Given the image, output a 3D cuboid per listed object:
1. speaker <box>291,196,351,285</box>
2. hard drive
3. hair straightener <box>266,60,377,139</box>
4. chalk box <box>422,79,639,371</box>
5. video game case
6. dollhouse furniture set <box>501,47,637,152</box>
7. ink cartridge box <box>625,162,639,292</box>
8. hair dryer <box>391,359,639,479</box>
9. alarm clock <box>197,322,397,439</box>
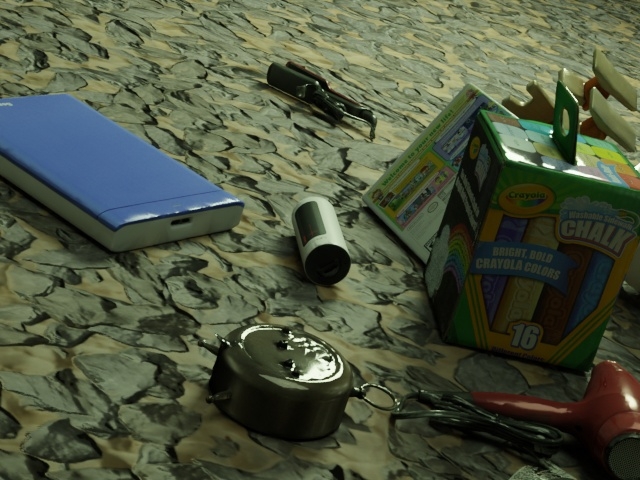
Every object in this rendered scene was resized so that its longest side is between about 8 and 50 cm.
[{"bbox_3d":[0.000,0.000,1.590,0.055,0.055,0.136,12,23,-13],"label":"speaker"},{"bbox_3d":[-0.274,-0.088,1.612,0.318,0.040,0.210,31,26,30],"label":"hard drive"},{"bbox_3d":[-0.004,-0.216,2.117,0.230,0.047,0.089,37,29,31],"label":"hair straightener"},{"bbox_3d":[0.250,-0.030,1.533,0.179,0.289,0.180,14,23,-9],"label":"chalk box"},{"bbox_3d":[0.170,-0.083,1.729,0.023,0.212,0.193,39,6,-39],"label":"video game case"},{"bbox_3d":[0.291,-0.078,1.764,0.135,0.262,0.259,38,43,-26],"label":"dollhouse furniture set"},{"bbox_3d":[0.506,-0.033,1.769,0.232,0.168,0.171,-31,60,-34],"label":"ink cartridge box"},{"bbox_3d":[0.234,0.165,1.343,0.223,0.080,0.293,33,27,35],"label":"hair dryer"},{"bbox_3d":[-0.016,0.130,1.272,0.192,0.064,0.129,14,22,-16],"label":"alarm clock"}]
